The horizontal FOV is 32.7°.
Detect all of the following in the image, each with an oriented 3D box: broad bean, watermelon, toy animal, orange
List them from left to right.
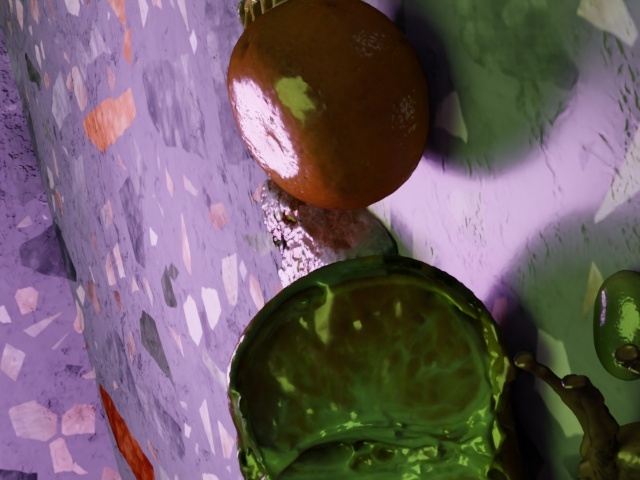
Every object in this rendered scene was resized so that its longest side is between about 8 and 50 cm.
[{"bbox_3d":[0.000,0.000,1.280,0.241,0.094,0.154,58,142,42],"label":"watermelon"},{"bbox_3d":[0.013,-0.135,1.067,0.224,0.170,0.224,45,158,24],"label":"orange"},{"bbox_3d":[0.049,0.179,1.032,0.196,0.262,0.335,-131,25,-76],"label":"orange"},{"bbox_3d":[0.215,0.173,0.856,0.276,0.149,0.054,85,-157,-47],"label":"toy animal"},{"bbox_3d":[0.234,0.064,0.830,0.063,0.045,0.083,166,99,-65],"label":"broad bean"}]

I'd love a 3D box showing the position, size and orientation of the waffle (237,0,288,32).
[{"bbox_3d":[-0.046,-0.225,1.290,0.214,0.054,0.208,54,150,38],"label":"waffle"}]
